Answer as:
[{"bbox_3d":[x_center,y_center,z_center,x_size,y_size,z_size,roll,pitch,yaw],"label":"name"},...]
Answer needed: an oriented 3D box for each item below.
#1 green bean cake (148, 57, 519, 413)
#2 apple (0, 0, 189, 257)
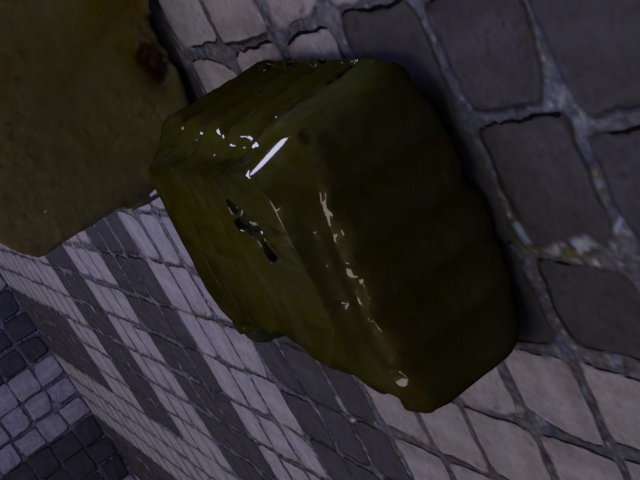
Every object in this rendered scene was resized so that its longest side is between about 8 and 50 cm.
[{"bbox_3d":[0.000,0.000,0.630,0.236,0.124,0.232,13,134,57],"label":"green bean cake"},{"bbox_3d":[-0.253,-0.180,0.805,0.252,0.314,0.309,-13,124,20],"label":"apple"}]
